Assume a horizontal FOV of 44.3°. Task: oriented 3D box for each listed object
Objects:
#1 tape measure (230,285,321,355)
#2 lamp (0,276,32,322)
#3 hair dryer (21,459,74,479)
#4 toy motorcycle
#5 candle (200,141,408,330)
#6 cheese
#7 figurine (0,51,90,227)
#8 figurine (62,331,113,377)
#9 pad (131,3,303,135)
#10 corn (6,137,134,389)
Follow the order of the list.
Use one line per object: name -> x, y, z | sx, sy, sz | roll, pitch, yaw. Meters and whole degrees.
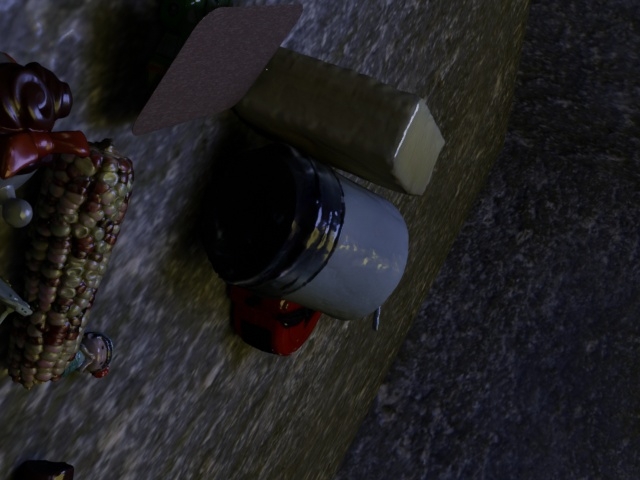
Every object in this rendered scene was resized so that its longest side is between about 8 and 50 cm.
tape measure -> -0.055, 0.080, 1.424 | 0.253, 0.114, 0.260 | -56, 157, -33
lamp -> -0.360, 0.125, 0.762 | 0.198, 0.056, 0.050 | -54, 160, -9
hair dryer -> -0.341, 0.432, 1.067 | 0.340, 0.123, 0.312 | 34, 67, -82
toy motorcycle -> -0.143, -0.257, 0.897 | 0.106, 0.074, 0.190 | -7, 118, -59
candle -> 0.000, 0.000, 1.196 | 0.343, 0.221, 0.221 | 23, 88, -47
cheese -> 0.029, -0.172, 1.154 | 0.123, 0.266, 0.242 | -66, 161, -5
figurine -> -0.258, -0.088, 0.501 | 0.160, 0.226, 0.183 | -68, 162, -1
figurine -> -0.290, 0.142, 0.936 | 0.106, 0.047, 0.060 | -1, 94, -66
pad -> -0.113, -0.205, 0.921 | 0.176, 0.002, 0.266 | -49, 175, 27
corn -> -0.263, 0.026, 0.819 | 0.092, 0.092, 0.280 | -16, 126, -67
